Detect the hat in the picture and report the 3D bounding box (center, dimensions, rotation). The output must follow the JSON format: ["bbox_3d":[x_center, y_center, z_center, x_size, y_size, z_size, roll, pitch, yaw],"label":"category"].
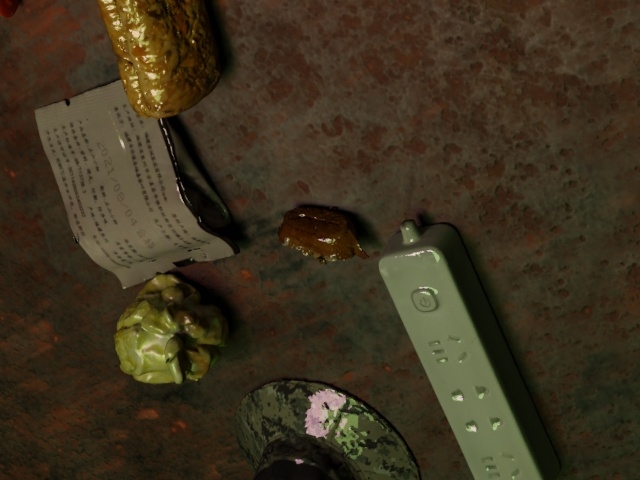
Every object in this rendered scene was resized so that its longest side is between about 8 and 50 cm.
[{"bbox_3d":[-0.013,0.313,2.041,0.266,0.128,0.265,15,131,17],"label":"hat"}]

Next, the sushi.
[{"bbox_3d":[0.002,-0.002,1.855,0.118,0.061,0.060,27,144,37],"label":"sushi"}]

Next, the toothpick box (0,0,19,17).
[{"bbox_3d":[-0.394,-0.282,1.880,0.083,0.047,0.047,3,124,27],"label":"toothpick box"}]

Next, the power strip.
[{"bbox_3d":[0.169,0.141,1.855,0.091,0.062,0.385,-11,117,31],"label":"power strip"}]

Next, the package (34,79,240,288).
[{"bbox_3d":[-0.229,-0.064,1.935,0.204,0.062,0.251,-15,110,36],"label":"package"}]

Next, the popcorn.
[{"bbox_3d":[-0.186,0.123,1.997,0.135,0.162,0.141,-41,142,13],"label":"popcorn"}]

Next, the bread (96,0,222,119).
[{"bbox_3d":[-0.178,-0.241,1.746,0.083,0.114,0.211,11,129,43],"label":"bread"}]
